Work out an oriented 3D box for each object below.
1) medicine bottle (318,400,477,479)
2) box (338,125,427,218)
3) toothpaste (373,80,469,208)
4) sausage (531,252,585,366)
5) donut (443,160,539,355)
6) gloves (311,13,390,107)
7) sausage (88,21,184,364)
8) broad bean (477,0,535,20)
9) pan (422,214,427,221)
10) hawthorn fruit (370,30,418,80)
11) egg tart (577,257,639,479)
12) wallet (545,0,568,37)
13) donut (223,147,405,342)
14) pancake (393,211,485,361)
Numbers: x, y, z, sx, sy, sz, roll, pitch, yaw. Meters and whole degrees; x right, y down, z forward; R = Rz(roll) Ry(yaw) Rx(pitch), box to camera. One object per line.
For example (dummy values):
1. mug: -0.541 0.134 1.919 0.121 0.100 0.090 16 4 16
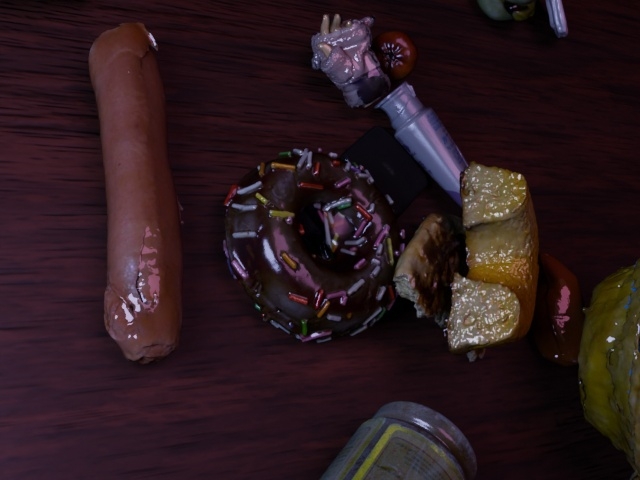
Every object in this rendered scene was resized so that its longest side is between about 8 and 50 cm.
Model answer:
1. medicine bottle: 0.041 0.329 0.895 0.151 0.151 0.322 49 49 -4
2. box: 0.096 -0.103 1.244 0.126 0.027 0.125 48 47 -3
3. toothpaste: 0.201 -0.113 1.292 0.299 0.073 0.114 51 19 -5
4. sausage: 0.367 0.108 1.283 0.089 0.089 0.179 6 69 -33
5. donut: 0.236 0.036 1.108 0.152 0.101 0.259 38 54 -59
6. gloves: 0.044 -0.271 1.250 0.110 0.094 0.144 -14 98 -15
7. sausage: -0.214 -0.064 0.962 0.094 0.094 0.418 -10 68 3
8. broad bean: 0.364 -0.513 1.597 0.169 0.100 0.228 16 57 -37
9. pan: 0.188 0.006 1.249 0.115 0.023 0.068 45 51 -11
10. hawthorn fruit: 0.121 -0.299 1.334 0.081 0.081 0.093 52 20 -1
11. egg tart: 0.486 0.171 1.225 0.388 0.169 0.387 -17 111 -55
12. wallet: 0.457 -0.492 1.637 0.124 0.032 0.182 -41 117 -74
13. donut: 0.000 0.000 1.072 0.270 0.103 0.269 17 57 -29
14. pancake: 0.177 0.077 1.144 0.266 0.057 0.244 -48 127 -50
